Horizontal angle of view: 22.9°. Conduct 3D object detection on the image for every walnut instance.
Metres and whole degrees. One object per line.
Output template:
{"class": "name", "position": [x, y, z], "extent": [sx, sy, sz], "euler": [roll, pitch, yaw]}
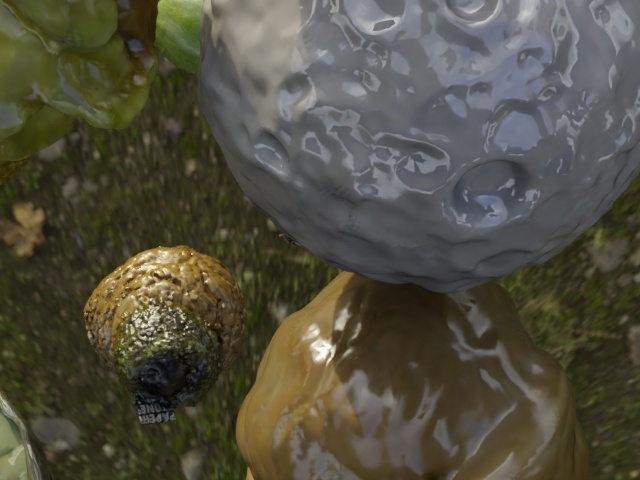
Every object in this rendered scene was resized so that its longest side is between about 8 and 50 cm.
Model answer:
{"class": "walnut", "position": [0.074, 0.167, 1.265], "extent": [0.285, 0.285, 0.296], "euler": [-29, 114, -8]}

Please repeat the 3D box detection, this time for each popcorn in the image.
{"class": "popcorn", "position": [-0.213, -0.174, 1.049], "extent": [0.255, 0.195, 0.256], "euler": [22, 86, 27]}

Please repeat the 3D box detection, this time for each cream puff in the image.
{"class": "cream puff", "position": [-0.167, 0.120, 1.730], "extent": [0.183, 0.183, 0.169], "euler": [-6, 35, -4]}

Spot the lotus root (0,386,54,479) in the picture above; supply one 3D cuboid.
{"class": "lotus root", "position": [-0.201, 0.151, 0.794], "extent": [0.183, 0.078, 0.203], "euler": [44, 102, 28]}

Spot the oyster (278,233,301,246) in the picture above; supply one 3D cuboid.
{"class": "oyster", "position": [-0.001, -0.002, 1.741], "extent": [0.093, 0.051, 0.034], "euler": [22, 57, 8]}

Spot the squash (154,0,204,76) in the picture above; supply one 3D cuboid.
{"class": "squash", "position": [-0.018, -0.181, 1.713], "extent": [0.371, 0.118, 0.118], "euler": [27, 78, -3]}

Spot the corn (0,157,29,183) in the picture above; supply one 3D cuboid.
{"class": "corn", "position": [-0.323, -0.076, 1.201], "extent": [0.091, 0.260, 0.091], "euler": [-18, 86, 35]}

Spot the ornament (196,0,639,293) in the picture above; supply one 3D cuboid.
{"class": "ornament", "position": [0.070, -0.125, 1.109], "extent": [0.337, 0.337, 0.337], "euler": [1, 78, -2]}
